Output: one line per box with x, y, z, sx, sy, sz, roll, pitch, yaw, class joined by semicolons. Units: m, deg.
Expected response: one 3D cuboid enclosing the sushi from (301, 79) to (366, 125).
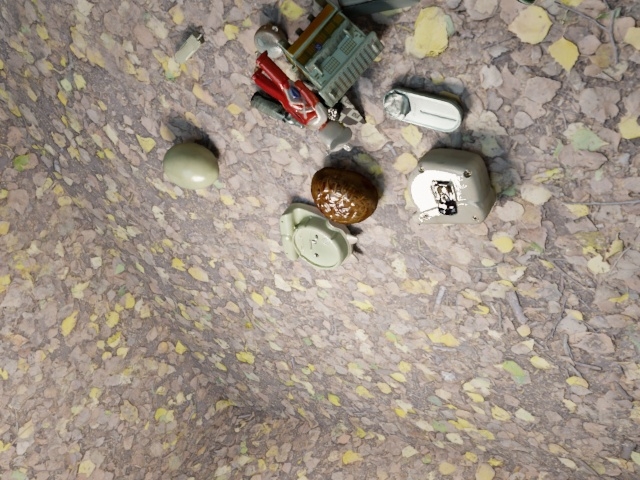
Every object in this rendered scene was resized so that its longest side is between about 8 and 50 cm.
-0.003;-0.417;1.912;0.220;0.047;0.231;2;152;37;sushi

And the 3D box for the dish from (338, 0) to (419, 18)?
0.124;-0.684;1.587;0.243;0.080;0.181;2;130;36;dish

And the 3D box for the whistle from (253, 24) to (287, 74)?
-0.169;-0.611;1.915;0.107;0.057;0.220;26;147;-6;whistle

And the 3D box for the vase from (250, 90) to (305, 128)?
-0.140;-0.444;2.054;0.212;0.060;0.060;29;141;9;vase

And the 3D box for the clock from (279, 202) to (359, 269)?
0.000;0.000;2.354;0.324;0.108;0.265;18;137;24;clock

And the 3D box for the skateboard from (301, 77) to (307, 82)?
-0.036;-0.507;1.887;0.032;0.083;0.063;19;139;22;skateboard

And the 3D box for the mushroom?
0.078;-0.158;2.107;0.253;0.153;0.253;23;150;14;mushroom

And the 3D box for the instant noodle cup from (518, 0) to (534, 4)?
0.482;-0.656;1.252;0.215;0.215;0.236;48;132;-12;instant noodle cup

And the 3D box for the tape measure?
0.397;-0.156;1.867;0.258;0.130;0.265;4;130;39;tape measure

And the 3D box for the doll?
-0.050;-0.407;1.817;0.384;0.099;0.188;44;166;-7;doll

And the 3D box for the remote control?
0.303;-0.390;1.764;0.248;0.052;0.104;21;138;21;remote control

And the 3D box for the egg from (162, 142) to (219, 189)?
-0.519;-0.298;2.396;0.253;0.186;0.186;22;139;26;egg

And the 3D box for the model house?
0.028;-0.530;1.675;0.215;0.224;0.198;43;-174;0;model house

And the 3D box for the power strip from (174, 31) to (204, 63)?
-0.459;-0.677;2.092;0.047;0.030;0.191;51;140;-14;power strip
